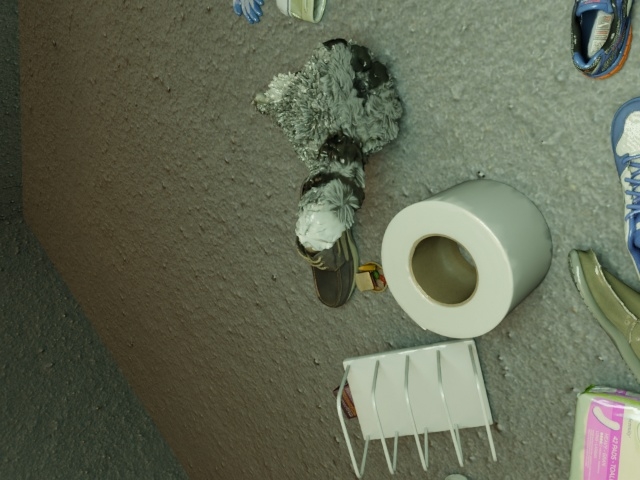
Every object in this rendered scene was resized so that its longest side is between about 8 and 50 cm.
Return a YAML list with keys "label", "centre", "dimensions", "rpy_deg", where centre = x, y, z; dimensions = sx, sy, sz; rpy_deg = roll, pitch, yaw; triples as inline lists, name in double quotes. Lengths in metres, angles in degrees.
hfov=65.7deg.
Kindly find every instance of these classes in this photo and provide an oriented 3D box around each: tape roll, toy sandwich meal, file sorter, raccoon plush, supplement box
- label: "tape roll"
  centre: [0.254, 0.027, 0.874]
  dimensions: [0.246, 0.169, 0.246]
  rpy_deg: [21, 122, 38]
- label: "toy sandwich meal"
  centre: [0.116, 0.087, 1.140]
  dimensions: [0.086, 0.029, 0.085]
  rpy_deg: [20, 121, 38]
- label: "file sorter"
  centre: [0.192, 0.336, 0.983]
  dimensions: [0.278, 0.173, 0.192]
  rpy_deg: [-13, 100, 13]
- label: "raccoon plush"
  centre: [-0.050, -0.186, 0.938]
  dimensions: [0.299, 0.446, 0.216]
  rpy_deg: [-12, 132, 48]
- label: "supplement box"
  centre: [0.131, 0.351, 1.189]
  dimensions: [0.188, 0.104, 0.080]
  rpy_deg: [-40, 78, 46]

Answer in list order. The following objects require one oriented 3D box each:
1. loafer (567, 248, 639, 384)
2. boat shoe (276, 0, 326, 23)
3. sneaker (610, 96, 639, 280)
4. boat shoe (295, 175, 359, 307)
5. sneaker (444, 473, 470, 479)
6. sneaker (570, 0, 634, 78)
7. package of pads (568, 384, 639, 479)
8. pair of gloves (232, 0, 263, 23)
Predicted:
- label: "loafer"
  centre: [0.473, 0.110, 0.765]
  dimensions: [0.087, 0.094, 0.251]
  rpy_deg: [-34, 92, 23]
- label: "boat shoe"
  centre: [-0.009, -0.569, 0.937]
  dimensions: [0.094, 0.109, 0.302]
  rpy_deg: [29, 137, 14]
- label: "sneaker"
  centre: [0.462, -0.049, 0.662]
  dimensions: [0.112, 0.131, 0.296]
  rpy_deg: [-16, 94, 49]
- label: "boat shoe"
  centre: [0.000, 0.000, 1.143]
  dimensions: [0.132, 0.130, 0.355]
  rpy_deg: [14, 117, 41]
- label: "sneaker"
  centre: [0.349, 0.632, 1.047]
  dimensions: [0.297, 0.129, 0.110]
  rpy_deg: [22, 117, 51]
- label: "sneaker"
  centre: [0.377, -0.326, 0.654]
  dimensions: [0.083, 0.087, 0.221]
  rpy_deg: [9, 114, 42]
- label: "package of pads"
  centre: [0.540, 0.357, 0.742]
  dimensions: [0.297, 0.101, 0.229]
  rpy_deg: [6, 91, 42]
- label: "pair of gloves"
  centre: [-0.150, -0.592, 1.109]
  dimensions: [0.198, 0.023, 0.159]
  rpy_deg: [-25, 89, 47]
